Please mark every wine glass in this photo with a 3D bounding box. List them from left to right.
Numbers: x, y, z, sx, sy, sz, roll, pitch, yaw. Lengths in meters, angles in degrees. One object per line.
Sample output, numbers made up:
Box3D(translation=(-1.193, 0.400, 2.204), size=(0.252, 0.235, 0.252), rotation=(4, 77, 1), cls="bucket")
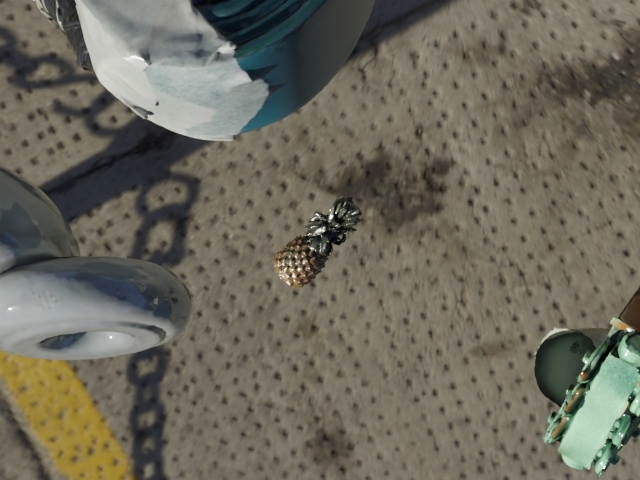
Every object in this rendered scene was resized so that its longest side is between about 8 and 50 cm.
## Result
Box3D(translation=(0.343, 0.160, 1.360), size=(0.111, 0.204, 0.111), rotation=(-12, 73, 43), cls="wine glass")

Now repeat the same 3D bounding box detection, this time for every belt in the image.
Box3D(translation=(-0.085, -0.318, 1.121), size=(0.300, 0.173, 0.436), rotation=(14, 66, 8), cls="belt")

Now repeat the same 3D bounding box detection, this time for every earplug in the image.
Box3D(translation=(-0.283, 0.032, 1.167), size=(0.326, 0.214, 0.175), rotation=(20, 83, 24), cls="earplug")

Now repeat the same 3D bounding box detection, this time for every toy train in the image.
Box3D(translation=(0.258, 0.124, 0.995), size=(0.074, 0.118, 0.176), rotation=(32, 141, 19), cls="toy train")

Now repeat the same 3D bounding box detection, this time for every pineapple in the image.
Box3D(translation=(0.000, 0.000, 1.702), size=(0.074, 0.074, 0.159), rotation=(41, 112, -5), cls="pineapple")

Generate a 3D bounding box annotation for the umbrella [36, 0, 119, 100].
Box3D(translation=(-0.293, -0.285, 1.498), size=(0.106, 0.357, 0.113), rotation=(-25, 134, -14), cls="umbrella")
